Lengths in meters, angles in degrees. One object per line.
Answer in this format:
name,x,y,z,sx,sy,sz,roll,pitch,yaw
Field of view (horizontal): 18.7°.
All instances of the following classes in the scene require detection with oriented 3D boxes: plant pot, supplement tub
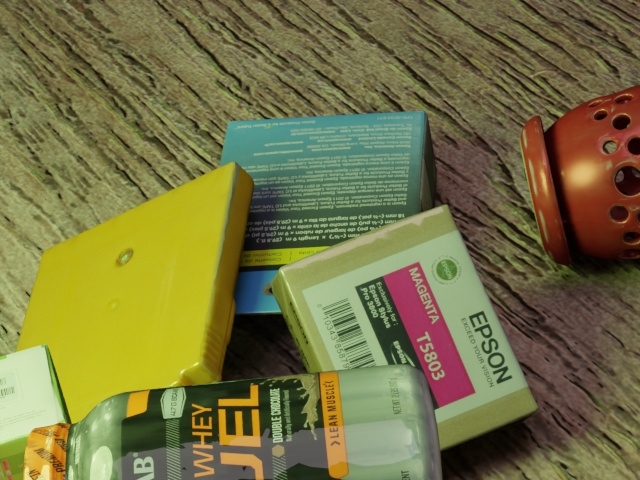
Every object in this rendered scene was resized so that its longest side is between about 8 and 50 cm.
plant pot,0.317,-0.065,2.141,0.174,0.191,0.191,-13,39,7
supplement tub,-0.067,0.219,1.627,0.338,0.207,0.207,-7,39,1

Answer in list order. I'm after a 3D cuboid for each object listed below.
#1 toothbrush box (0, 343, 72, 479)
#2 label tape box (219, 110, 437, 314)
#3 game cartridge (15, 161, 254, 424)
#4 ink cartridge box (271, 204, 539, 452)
toothbrush box,-0.312,0.260,1.807,0.206,0.283,0.122,-17,38,-7
label tape box,0.000,0.000,2.192,0.240,0.106,0.334,-3,42,10
game cartridge,-0.208,0.085,2.087,0.285,0.053,0.324,-24,38,27
ink cartridge box,0.083,0.106,1.963,0.193,0.088,0.235,-22,80,-12
